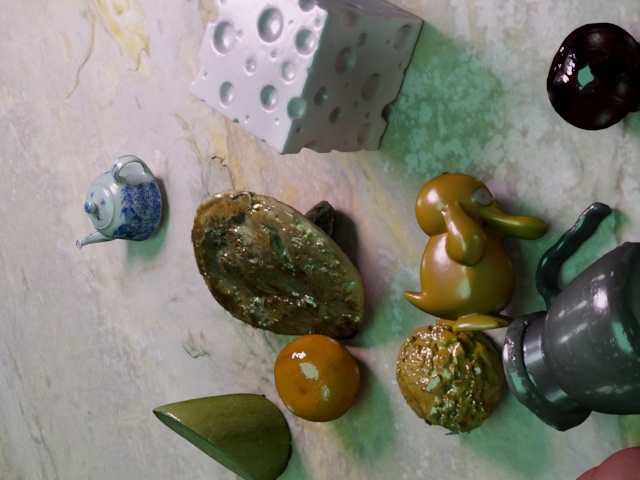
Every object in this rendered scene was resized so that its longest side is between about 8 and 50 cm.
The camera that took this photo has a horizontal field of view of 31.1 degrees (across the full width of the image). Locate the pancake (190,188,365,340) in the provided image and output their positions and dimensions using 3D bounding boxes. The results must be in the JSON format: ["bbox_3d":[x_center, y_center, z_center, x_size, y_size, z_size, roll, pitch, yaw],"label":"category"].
[{"bbox_3d":[-0.076,0.048,1.975,0.356,0.065,0.356,24,145,19],"label":"pancake"}]

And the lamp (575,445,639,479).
[{"bbox_3d":[0.446,0.429,1.534,0.305,0.240,0.305,5,98,41],"label":"lamp"}]

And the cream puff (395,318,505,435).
[{"bbox_3d":[0.196,0.217,1.809,0.189,0.129,0.189,7,100,44],"label":"cream puff"}]

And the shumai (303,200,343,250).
[{"bbox_3d":[-0.001,0.001,1.990,0.087,0.099,0.123,39,128,13],"label":"shumai"}]

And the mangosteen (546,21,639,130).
[{"bbox_3d":[0.389,-0.224,1.586,0.152,0.152,0.152,6,99,41],"label":"mangosteen"}]

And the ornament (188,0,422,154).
[{"bbox_3d":[-0.026,-0.297,1.869,0.239,0.240,0.239,34,116,34],"label":"ornament"}]

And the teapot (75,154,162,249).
[{"bbox_3d":[-0.407,-0.075,2.299,0.159,0.159,0.232,47,123,28],"label":"teapot"}]

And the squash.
[{"bbox_3d":[-0.197,0.374,2.089,0.189,0.260,0.189,3,95,38],"label":"squash"}]

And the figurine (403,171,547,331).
[{"bbox_3d":[0.221,0.021,1.728,0.215,0.215,0.228,19,92,39],"label":"figurine"}]

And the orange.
[{"bbox_3d":[-0.004,0.236,1.993,0.156,0.124,0.156,11,113,26],"label":"orange"}]

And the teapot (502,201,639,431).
[{"bbox_3d":[0.365,0.116,1.595,0.285,0.223,0.305,-36,74,46],"label":"teapot"}]
